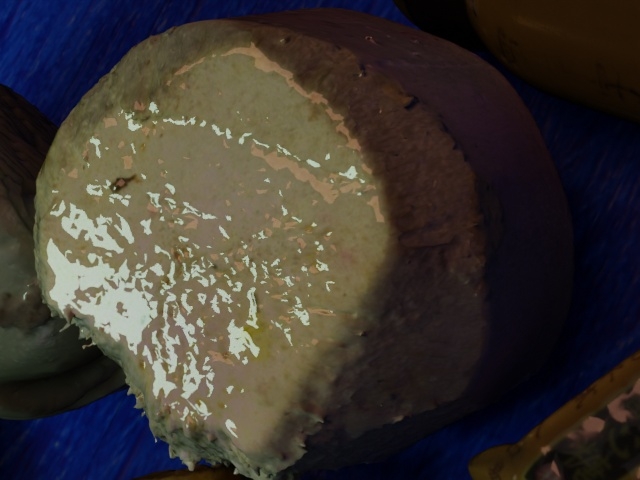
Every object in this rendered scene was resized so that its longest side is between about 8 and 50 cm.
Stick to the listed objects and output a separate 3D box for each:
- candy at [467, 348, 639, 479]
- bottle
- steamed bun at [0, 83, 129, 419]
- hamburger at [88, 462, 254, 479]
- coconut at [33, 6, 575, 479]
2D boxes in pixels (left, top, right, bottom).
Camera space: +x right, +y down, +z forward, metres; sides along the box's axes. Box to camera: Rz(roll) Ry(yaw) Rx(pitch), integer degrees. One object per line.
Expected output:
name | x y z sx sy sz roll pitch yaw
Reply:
candy | 0.217 0.099 1.168 0.271 0.101 0.143 -39 58 2
bottle | 0.188 -0.170 1.276 0.351 0.171 0.171 25 81 39
steamed bun | -0.272 0.008 1.397 0.219 0.310 0.324 -47 64 8
hamburger | -0.177 0.264 1.267 0.330 0.162 0.209 -11 78 4
coconut | 0.000 0.000 1.230 0.297 0.309 0.297 2 95 24
